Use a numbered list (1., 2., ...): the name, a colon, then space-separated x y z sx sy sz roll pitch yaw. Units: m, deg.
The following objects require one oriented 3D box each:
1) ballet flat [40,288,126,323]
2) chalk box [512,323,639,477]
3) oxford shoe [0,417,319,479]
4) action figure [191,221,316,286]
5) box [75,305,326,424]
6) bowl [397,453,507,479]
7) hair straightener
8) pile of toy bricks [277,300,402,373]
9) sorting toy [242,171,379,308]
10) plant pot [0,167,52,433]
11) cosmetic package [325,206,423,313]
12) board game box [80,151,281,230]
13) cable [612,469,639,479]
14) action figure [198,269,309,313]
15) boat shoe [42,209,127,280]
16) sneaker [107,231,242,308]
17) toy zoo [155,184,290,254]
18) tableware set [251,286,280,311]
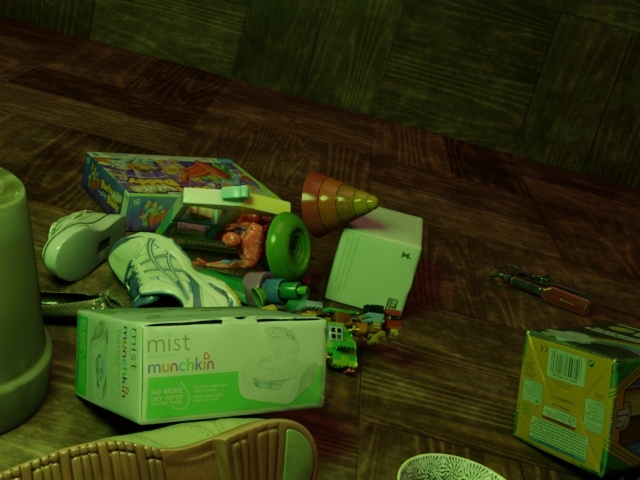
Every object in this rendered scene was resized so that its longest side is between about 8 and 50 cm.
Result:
1. ballet flat: -0.417 0.092 1.455 0.250 0.058 0.084 9 21 -18
2. chalk box: 0.471 0.237 1.510 0.289 0.179 0.180 1 9 -36
3. oxford shoe: -0.203 0.280 1.082 0.397 0.140 0.146 -1 -2 -31
4. action figure: -0.125 0.021 1.703 0.139 0.091 0.280 6 -9 23
5. box: -0.160 0.152 1.274 0.262 0.126 0.231 1 1 -34
6. bowl: 0.166 0.346 1.191 0.170 0.080 0.170 14 20 -5
7. hair straightener: 0.478 0.103 2.113 0.230 0.047 0.089 16 20 13
8. pile of toy bricks: 0.035 0.164 1.557 0.212 0.105 0.118 9 -20 -32
9. sorting toy: 0.000 0.000 1.638 0.126 0.127 0.365 -2 32 27
10. plant pot: -0.486 0.051 1.202 0.323 0.280 0.323 13 21 -5
11. cosmetic package: 0.106 0.033 1.855 0.151 0.151 0.183 15 19 2
12. board game box: -0.291 -0.101 2.018 0.347 0.078 0.233 -1 26 -37
13. cable: 0.509 0.387 1.379 0.184 0.047 0.150 16 21 0
14. action figure: -0.136 0.096 1.643 0.232 0.063 0.137 16 22 -10
15. boat shoe: -0.421 -0.004 1.653 0.088 0.096 0.267 14 19 8
16. sneaker: -0.264 0.074 1.545 0.296 0.112 0.131 26 29 35
17. toy zoo: -0.176 -0.036 1.736 0.192 0.030 0.293 8 -20 -20
18. tableware set: -0.078 0.143 1.453 0.024 0.154 0.104 -24 51 -21
